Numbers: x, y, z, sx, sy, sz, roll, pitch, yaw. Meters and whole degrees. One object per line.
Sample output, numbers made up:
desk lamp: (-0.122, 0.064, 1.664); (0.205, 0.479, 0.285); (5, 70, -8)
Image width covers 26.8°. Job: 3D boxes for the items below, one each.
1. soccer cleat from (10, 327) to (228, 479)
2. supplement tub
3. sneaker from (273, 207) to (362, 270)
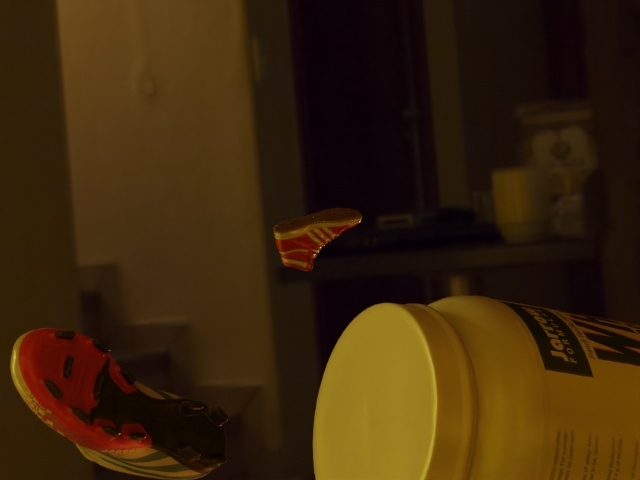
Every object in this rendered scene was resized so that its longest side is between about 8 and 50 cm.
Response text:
soccer cleat: (-0.245, 0.201, 1.502); (0.143, 0.116, 0.331); (-19, -36, 31)
supplement tub: (0.181, 0.174, 1.161); (0.325, 0.235, 0.235); (11, -8, -27)
sneaker: (0.000, 0.000, 1.769); (0.118, 0.067, 0.042); (-13, 25, -8)
